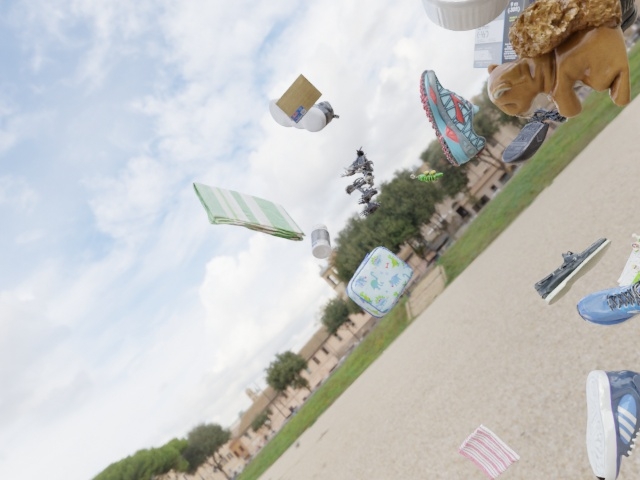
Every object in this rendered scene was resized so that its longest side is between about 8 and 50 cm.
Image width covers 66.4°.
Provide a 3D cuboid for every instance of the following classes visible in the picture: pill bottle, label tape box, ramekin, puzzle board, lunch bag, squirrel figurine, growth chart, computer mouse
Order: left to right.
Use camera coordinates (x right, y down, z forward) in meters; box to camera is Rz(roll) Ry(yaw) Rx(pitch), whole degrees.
[{"bbox_3d":[-0.070,-0.457,1.577,0.128,0.096,0.011,-47,22,8],"label":"puzzle board"},{"bbox_3d":[0.000,0.000,1.897,0.078,0.078,0.137,-54,26,33],"label":"pill bottle"},{"bbox_3d":[0.204,0.142,1.701,0.219,0.176,0.090,-52,-7,-24],"label":"lunch bag"},{"bbox_3d":[0.393,-0.689,1.312,0.273,0.273,0.127,-45,-29,-5],"label":"ramekin"},{"bbox_3d":[0.702,-0.833,1.831,0.115,0.249,0.348,-13,-68,-21],"label":"label tape box"},{"bbox_3d":[0.822,-0.389,1.889,0.272,0.072,0.188,-49,20,4],"label":"computer mouse"},{"bbox_3d":[0.672,-0.548,1.440,0.397,0.370,0.281,55,-144,-41],"label":"squirrel figurine"},{"bbox_3d":[1.111,0.113,1.671,0.021,0.172,0.238,6,-75,-29],"label":"growth chart"}]

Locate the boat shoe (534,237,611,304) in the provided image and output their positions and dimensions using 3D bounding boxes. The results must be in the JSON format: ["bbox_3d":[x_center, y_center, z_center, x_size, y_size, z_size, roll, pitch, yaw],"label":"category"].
[{"bbox_3d":[0.992,0.101,1.942,0.127,0.113,0.340,21,-68,-49],"label":"boat shoe"}]

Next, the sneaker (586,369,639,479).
[{"bbox_3d":[0.926,0.548,1.436,0.130,0.236,0.323,81,-165,-70],"label":"sneaker"}]

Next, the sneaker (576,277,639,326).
[{"bbox_3d":[0.977,0.173,1.525,0.329,0.130,0.147,-17,-37,21],"label":"sneaker"}]

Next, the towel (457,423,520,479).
[{"bbox_3d":[0.532,0.678,1.556,0.029,0.144,0.197,-36,-27,-36],"label":"towel"}]

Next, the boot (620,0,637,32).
[{"bbox_3d":[0.924,-0.754,1.660,0.348,0.131,0.260,-49,-36,8],"label":"boot"}]

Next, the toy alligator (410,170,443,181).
[{"bbox_3d":[0.575,-0.344,2.676,0.051,0.189,0.056,-54,-48,-41],"label":"toy alligator"}]

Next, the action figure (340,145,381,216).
[{"bbox_3d":[0.147,-0.237,1.883,0.140,0.276,0.164,-17,-36,11],"label":"action figure"}]

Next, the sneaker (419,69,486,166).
[{"bbox_3d":[0.348,-0.335,1.282,0.125,0.262,0.104,-25,6,7],"label":"sneaker"}]

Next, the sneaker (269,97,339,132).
[{"bbox_3d":[-0.058,-0.479,1.839,0.153,0.268,0.101,-30,-45,-46],"label":"sneaker"}]

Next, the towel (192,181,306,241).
[{"bbox_3d":[-0.228,-0.090,1.565,0.324,0.248,0.038,11,-64,-34],"label":"towel"}]
